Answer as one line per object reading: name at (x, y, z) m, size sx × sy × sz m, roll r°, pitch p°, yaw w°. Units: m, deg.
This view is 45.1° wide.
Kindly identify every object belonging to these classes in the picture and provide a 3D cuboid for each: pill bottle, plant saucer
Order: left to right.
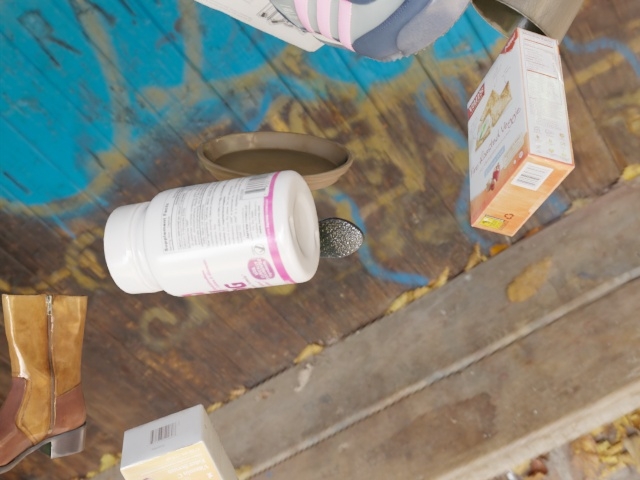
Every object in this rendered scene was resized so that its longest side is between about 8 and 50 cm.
pill bottle at (-0.156, -0.004, 1.123) m, size 0.283 × 0.160 × 0.160 m, roll -7°, pitch 43°, yaw 16°
plant saucer at (-0.081, -0.142, 1.380) m, size 0.278 × 0.041 × 0.278 m, roll 3°, pitch 23°, yaw -1°

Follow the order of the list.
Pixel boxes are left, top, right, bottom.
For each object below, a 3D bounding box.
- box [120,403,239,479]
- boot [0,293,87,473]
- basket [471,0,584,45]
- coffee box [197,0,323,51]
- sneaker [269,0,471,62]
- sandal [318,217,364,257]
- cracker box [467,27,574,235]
box at (-0.209, 0.359, 1.177) m, size 0.130 × 0.170 × 0.091 m, roll -20°, pitch 26°, yaw 0°
boot at (-0.502, 0.228, 1.266) m, size 0.096 × 0.264 × 0.280 m, roll 2°, pitch 93°, yaw 50°
basket at (0.361, -0.430, 1.195) m, size 0.154 × 0.204 × 0.227 m, roll 35°, pitch 98°, yaw 21°
coffee box at (-0.035, -0.533, 1.099) m, size 0.338 × 0.337 × 0.334 m, roll -18°, pitch 60°, yaw 54°
sneaker at (0.013, -0.232, 0.661) m, size 0.112 × 0.131 × 0.319 m, roll -61°, pitch 28°, yaw 0°
sandal at (0.000, 0.000, 1.260) m, size 0.179 × 0.067 × 0.040 m, roll -17°, pitch 12°, yaw 41°
cracker box at (0.258, -0.145, 1.026) m, size 0.156 × 0.067 × 0.232 m, roll 117°, pitch 164°, yaw -52°
